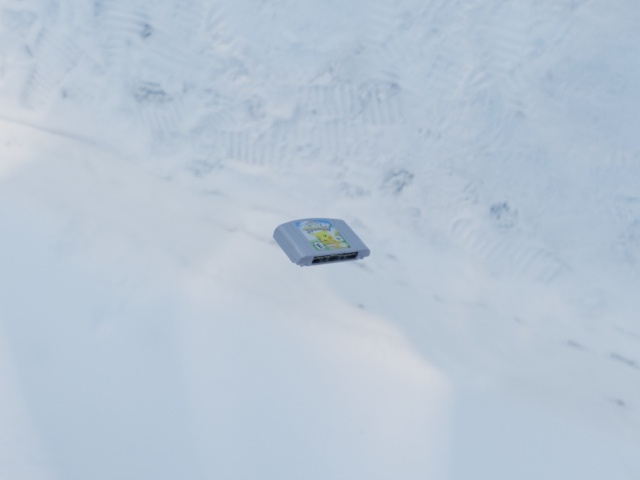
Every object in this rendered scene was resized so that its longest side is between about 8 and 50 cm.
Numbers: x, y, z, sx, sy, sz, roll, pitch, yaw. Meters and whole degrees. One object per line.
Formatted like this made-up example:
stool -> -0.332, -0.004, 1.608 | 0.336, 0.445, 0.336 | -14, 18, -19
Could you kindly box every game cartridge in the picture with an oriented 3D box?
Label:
game cartridge -> 0.000, 0.000, 0.734 | 0.056, 0.083, 0.017 | 46, 130, 40
